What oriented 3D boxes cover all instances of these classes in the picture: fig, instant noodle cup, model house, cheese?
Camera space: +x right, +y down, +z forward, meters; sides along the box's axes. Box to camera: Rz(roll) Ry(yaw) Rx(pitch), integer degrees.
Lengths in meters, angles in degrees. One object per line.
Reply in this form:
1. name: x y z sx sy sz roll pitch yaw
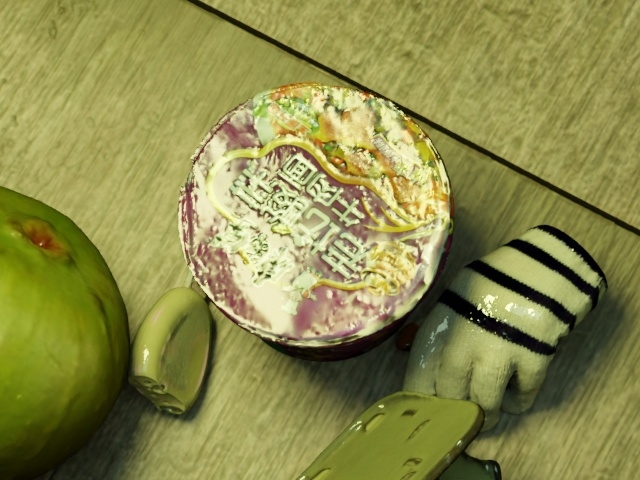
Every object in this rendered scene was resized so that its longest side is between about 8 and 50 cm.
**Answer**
1. fig: -0.340 0.108 1.668 0.316 0.316 0.316 -1 75 3
2. instant noodle cup: 0.000 0.000 1.714 0.251 0.190 0.251 -1 74 2
3. model house: 0.108 0.306 1.620 0.218 0.205 0.279 -42 105 -18
4. cheese: -0.129 0.067 1.766 0.037 0.097 0.192 -2 58 34

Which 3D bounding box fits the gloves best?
1. gloves: 0.159 0.089 1.718 0.218 0.131 0.140 -41 74 -17
